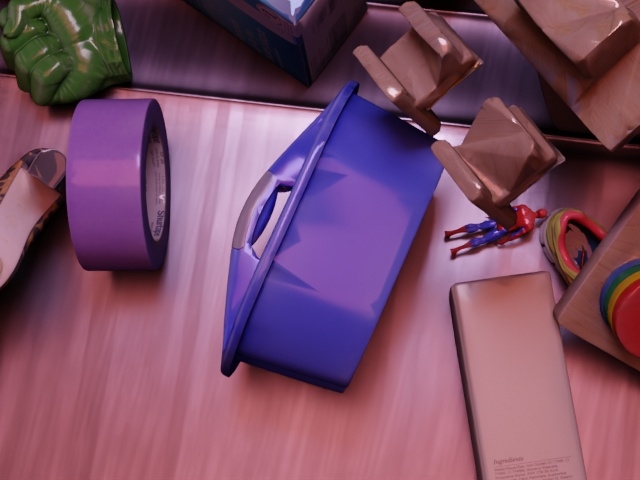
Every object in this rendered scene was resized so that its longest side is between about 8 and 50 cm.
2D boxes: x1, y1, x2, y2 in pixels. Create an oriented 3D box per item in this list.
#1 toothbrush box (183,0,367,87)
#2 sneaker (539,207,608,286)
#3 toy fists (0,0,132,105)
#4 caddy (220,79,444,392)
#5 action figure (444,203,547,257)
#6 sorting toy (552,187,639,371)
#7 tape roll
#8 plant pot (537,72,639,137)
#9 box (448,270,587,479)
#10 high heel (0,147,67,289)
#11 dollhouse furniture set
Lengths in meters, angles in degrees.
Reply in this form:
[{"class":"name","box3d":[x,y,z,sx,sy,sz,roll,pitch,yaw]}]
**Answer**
[{"class":"toothbrush box","box3d":[-0.101,-0.329,1.526,0.295,0.216,0.126,37,83,9]},{"class":"sneaker","box3d":[0.312,0.050,1.488,0.081,0.094,0.208,-37,80,-4]},{"class":"toy fists","box3d":[-0.317,-0.292,1.594,0.142,0.096,0.279,-14,80,2]},{"class":"caddy","box3d":[0.000,0.000,1.445,0.179,0.241,0.341,23,81,3]},{"class":"action figure","box3d":[0.199,-0.014,1.537,0.115,0.030,0.038,-19,74,12]},{"class":"sorting toy","box3d":[0.419,0.050,1.396,0.257,0.089,0.255,29,105,-15]},{"class":"tape roll","box3d":[-0.217,-0.061,1.494,0.080,0.189,0.189,0,79,3]},{"class":"plant pot","box3d":[0.358,-0.206,1.480,0.229,0.263,0.263,-9,78,20]},{"class":"box","box3d":[0.212,0.178,1.470,0.113,0.094,0.275,-7,78,2]},{"class":"high heel","box3d":[-0.367,0.004,1.495,0.093,0.186,0.261,44,82,-9]},{"class":"dollhouse furniture set","box3d":[0.219,-0.256,1.359,0.362,0.256,0.394,-41,65,10]}]
